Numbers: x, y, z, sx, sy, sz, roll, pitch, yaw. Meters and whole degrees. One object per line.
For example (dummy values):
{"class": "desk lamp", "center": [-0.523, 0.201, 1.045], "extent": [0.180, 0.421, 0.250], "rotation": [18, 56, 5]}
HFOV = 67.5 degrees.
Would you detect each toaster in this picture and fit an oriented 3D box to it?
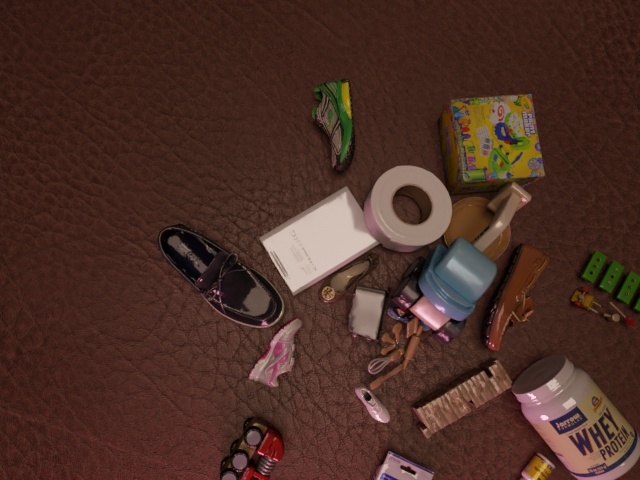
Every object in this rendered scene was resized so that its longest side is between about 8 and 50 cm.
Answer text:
{"class": "toaster", "center": [0.153, 0.228, 1.554], "extent": [0.110, 0.168, 0.185], "rotation": [13, 82, 2]}

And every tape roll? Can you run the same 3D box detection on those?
{"class": "tape roll", "center": [0.293, -0.105, 1.622], "extent": [0.286, 0.100, 0.286], "rotation": [3, 75, -10]}

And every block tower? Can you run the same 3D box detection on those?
{"class": "block tower", "center": [0.455, 0.505, 1.556], "extent": [0.335, 0.091, 0.097], "rotation": [-30, 82, -6]}

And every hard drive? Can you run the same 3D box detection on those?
{"class": "hard drive", "center": [0.000, 0.000, 1.649], "extent": [0.353, 0.047, 0.233], "rotation": [-31, 83, -5]}

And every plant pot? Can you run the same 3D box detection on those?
{"class": "plant pot", "center": [0.541, -0.034, 1.674], "extent": [0.236, 0.032, 0.236], "rotation": [0, 80, -2]}

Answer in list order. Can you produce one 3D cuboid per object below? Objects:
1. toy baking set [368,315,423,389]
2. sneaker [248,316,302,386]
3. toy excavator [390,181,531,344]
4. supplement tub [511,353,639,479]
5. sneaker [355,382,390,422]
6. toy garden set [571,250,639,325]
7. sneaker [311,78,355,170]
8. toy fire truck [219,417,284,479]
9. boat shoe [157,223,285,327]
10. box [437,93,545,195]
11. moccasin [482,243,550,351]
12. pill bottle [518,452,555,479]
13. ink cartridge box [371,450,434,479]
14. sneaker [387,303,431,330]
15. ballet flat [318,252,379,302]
{"class": "toy baking set", "center": [0.239, 0.357, 1.542], "extent": [0.197, 0.030, 0.256], "rotation": [8, 105, -40]}
{"class": "sneaker", "center": [-0.124, 0.369, 1.567], "extent": [0.111, 0.103, 0.252], "rotation": [34, 88, 0]}
{"class": "toy excavator", "center": [0.479, 0.048, 1.512], "extent": [0.222, 0.433, 0.445], "rotation": [41, 121, 2]}
{"class": "supplement tub", "center": [0.781, 0.543, 1.483], "extent": [0.235, 0.235, 0.325], "rotation": [-38, 84, -7]}
{"class": "sneaker", "center": [0.170, 0.535, 1.560], "extent": [0.054, 0.061, 0.152], "rotation": [-41, 85, -9]}
{"class": "toy garden set", "center": [0.995, 0.185, 1.642], "extent": [0.244, 0.049, 0.203], "rotation": [33, 80, 3]}
{"class": "sneaker", "center": [0.047, -0.399, 1.686], "extent": [0.146, 0.134, 0.343], "rotation": [-6, 72, 5]}
{"class": "toy fire truck", "center": [-0.165, 0.710, 1.490], "extent": [0.246, 0.158, 0.217], "rotation": [32, 81, -8]}
{"class": "boat shoe", "center": [-0.336, 0.116, 1.570], "extent": [0.500, 0.156, 0.187], "rotation": [38, 80, 3]}
{"class": "box", "center": [0.578, -0.325, 1.648], "extent": [0.279, 0.177, 0.289], "rotation": [-4, 80, -2]}
{"class": "moccasin", "center": [0.654, 0.199, 1.595], "extent": [0.147, 0.139, 0.380], "rotation": [27, 72, 12]}
{"class": "pill bottle", "center": [0.689, 0.747, 1.534], "extent": [0.065, 0.065, 0.116], "rotation": [42, 83, 5]}
{"class": "ink cartridge box", "center": [0.218, 0.846, 1.509], "extent": [0.165, 0.065, 0.332], "rotation": [26, 83, 3]}
{"class": "sneaker", "center": [0.304, 0.259, 1.600], "extent": [0.162, 0.073, 0.063], "rotation": [19, 81, 1]}
{"class": "ballet flat", "center": [0.098, 0.123, 1.625], "extent": [0.250, 0.058, 0.084], "rotation": [-34, 82, -6]}
